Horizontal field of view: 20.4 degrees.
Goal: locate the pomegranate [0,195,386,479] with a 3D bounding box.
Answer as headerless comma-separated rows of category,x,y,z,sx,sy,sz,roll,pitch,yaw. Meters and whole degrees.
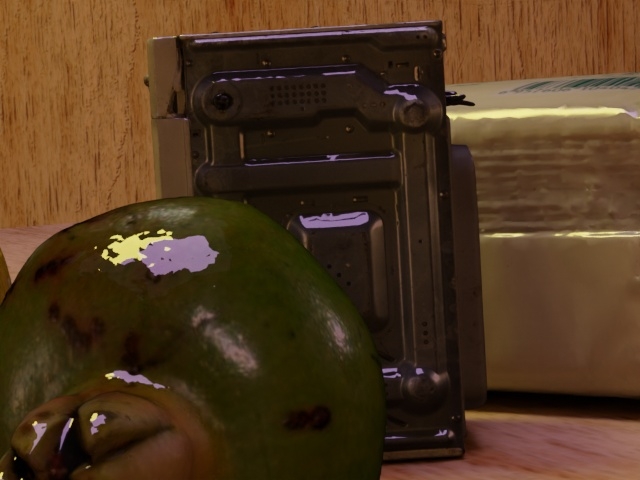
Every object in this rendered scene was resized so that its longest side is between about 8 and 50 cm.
pomegranate,-0.085,0.065,0.814,0.190,0.159,0.241,0,11,43

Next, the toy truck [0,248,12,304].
toy truck,-0.386,0.050,1.414,0.286,0.136,0.111,-4,25,4

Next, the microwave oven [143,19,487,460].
microwave oven,0.000,0.000,1.023,0.194,0.240,0.145,-3,4,1

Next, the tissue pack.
tissue pack,0.131,-0.008,1.248,0.380,0.207,0.297,-1,7,35
